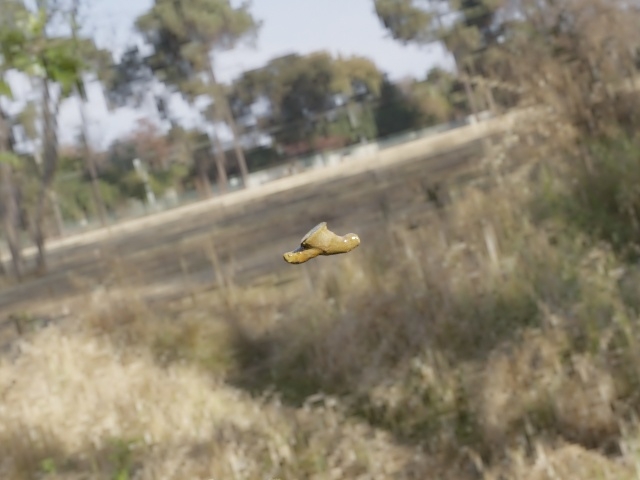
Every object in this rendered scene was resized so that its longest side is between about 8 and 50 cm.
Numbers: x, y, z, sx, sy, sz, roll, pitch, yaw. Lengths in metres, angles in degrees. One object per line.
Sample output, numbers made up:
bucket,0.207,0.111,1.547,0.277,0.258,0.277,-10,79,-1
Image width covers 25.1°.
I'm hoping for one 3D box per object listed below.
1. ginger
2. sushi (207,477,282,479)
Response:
ginger,-0.001,-0.001,1.729,0.097,0.048,0.030,-14,42,-14
sushi,-0.095,0.349,0.977,0.328,0.285,0.329,-40,-24,-47
